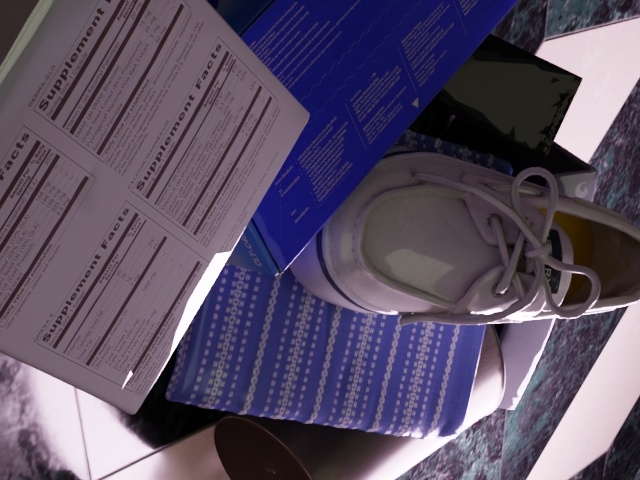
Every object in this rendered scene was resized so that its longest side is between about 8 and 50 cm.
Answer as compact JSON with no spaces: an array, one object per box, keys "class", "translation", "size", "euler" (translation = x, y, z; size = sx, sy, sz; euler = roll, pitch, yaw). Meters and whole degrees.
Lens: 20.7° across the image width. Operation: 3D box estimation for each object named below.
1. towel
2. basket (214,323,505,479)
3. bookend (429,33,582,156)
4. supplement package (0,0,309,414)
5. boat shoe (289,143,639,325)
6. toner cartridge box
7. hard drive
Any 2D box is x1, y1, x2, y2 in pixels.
[{"class":"towel","translation":[0.026,0.025,1.369],"size":[0.336,0.040,0.243],"euler":[14,87,-46]},{"class":"basket","translation":[0.029,0.136,1.521],"size":[0.227,0.154,0.204],"euler":[-39,126,-33]},{"class":"bookend","translation":[0.110,-0.144,1.459],"size":[0.157,0.156,0.072],"euler":[22,96,-21]},{"class":"supplement package","translation":[-0.172,-0.065,0.875],"size":[0.198,0.199,0.262],"euler":[-60,155,-6]},{"class":"boat shoe","translation":[0.144,0.011,1.345],"size":[0.367,0.156,0.136],"euler":[11,90,-47]},{"class":"toner cartridge box","translation":[0.017,-0.155,1.237],"size":[0.348,0.075,0.165],"euler":[-49,131,-27]},{"class":"hard drive","translation":[0.148,0.014,1.607],"size":[0.054,0.172,0.255],"euler":[-9,126,-40]}]
